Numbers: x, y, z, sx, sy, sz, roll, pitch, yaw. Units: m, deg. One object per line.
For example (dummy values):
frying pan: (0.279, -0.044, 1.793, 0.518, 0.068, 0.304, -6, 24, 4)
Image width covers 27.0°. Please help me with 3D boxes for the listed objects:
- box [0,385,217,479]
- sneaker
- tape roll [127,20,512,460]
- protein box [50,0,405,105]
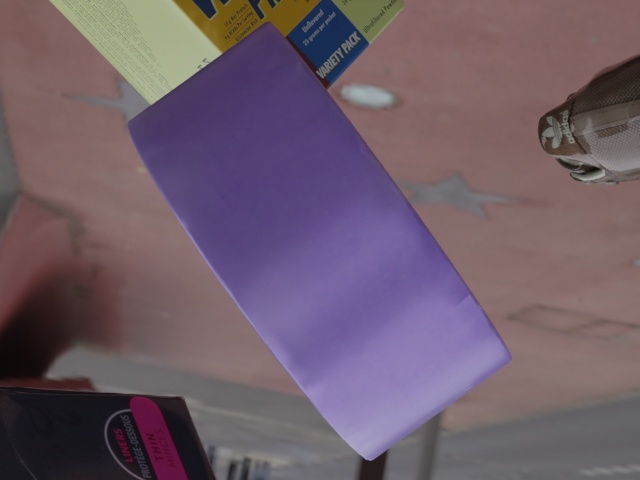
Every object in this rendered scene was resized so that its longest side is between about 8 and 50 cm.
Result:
box: (-0.158, 0.215, 0.632, 0.143, 0.165, 0.270, 10, 130, -40)
sneaker: (0.147, -0.058, 0.642, 0.071, 0.066, 0.188, -10, 175, 16)
tape roll: (0.000, 0.000, 0.605, 0.189, 0.080, 0.189, 53, -179, -2)
protein box: (-0.082, -0.188, 1.025, 0.200, 0.136, 0.201, 46, 161, -13)
